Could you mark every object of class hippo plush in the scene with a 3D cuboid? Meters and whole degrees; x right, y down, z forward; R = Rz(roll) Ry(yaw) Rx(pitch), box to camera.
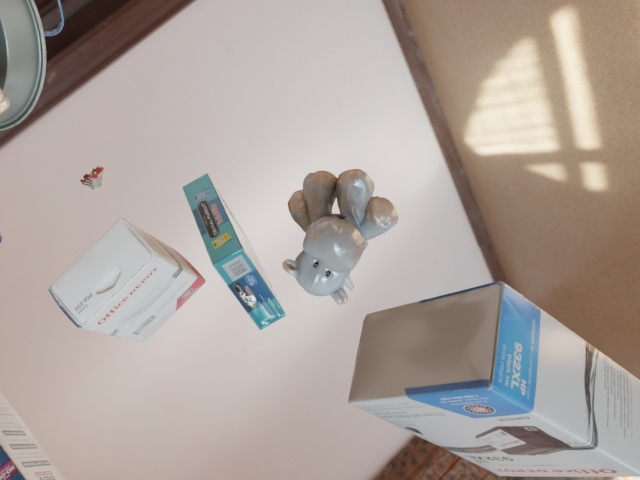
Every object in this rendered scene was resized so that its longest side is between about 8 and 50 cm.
[{"bbox_3d":[0.000,0.000,1.294,0.234,0.236,0.294,34,125,5],"label":"hippo plush"}]

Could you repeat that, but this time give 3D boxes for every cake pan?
[{"bbox_3d":[-0.543,-0.304,0.914,0.293,0.293,0.054,48,-150,-1],"label":"cake pan"}]

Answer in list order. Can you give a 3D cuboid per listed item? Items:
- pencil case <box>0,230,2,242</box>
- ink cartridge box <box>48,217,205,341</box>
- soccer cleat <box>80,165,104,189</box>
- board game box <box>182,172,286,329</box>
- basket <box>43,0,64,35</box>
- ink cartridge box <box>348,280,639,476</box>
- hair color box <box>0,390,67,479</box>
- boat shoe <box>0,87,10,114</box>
[{"bbox_3d":[-0.636,-0.066,1.144,0.070,0.064,0.151,-26,72,40],"label":"pencil case"},{"bbox_3d":[-0.303,0.072,0.994,0.092,0.158,0.218,44,176,15],"label":"ink cartridge box"},{"bbox_3d":[-0.439,-0.121,1.202,0.083,0.029,0.035,-19,129,42],"label":"soccer cleat"},{"bbox_3d":[-0.218,0.024,1.523,0.336,0.079,0.254,57,176,48],"label":"board game box"},{"bbox_3d":[-0.614,-0.487,1.071,0.201,0.289,0.254,-120,31,-49],"label":"basket"},{"bbox_3d":[0.226,0.192,0.772,0.307,0.129,0.223,32,146,-28],"label":"ink cartridge box"},{"bbox_3d":[-0.662,0.401,1.218,0.347,0.105,0.174,45,169,14],"label":"hair color box"},{"bbox_3d":[-0.535,-0.217,0.759,0.098,0.277,0.096,-91,13,-57],"label":"boat shoe"}]
